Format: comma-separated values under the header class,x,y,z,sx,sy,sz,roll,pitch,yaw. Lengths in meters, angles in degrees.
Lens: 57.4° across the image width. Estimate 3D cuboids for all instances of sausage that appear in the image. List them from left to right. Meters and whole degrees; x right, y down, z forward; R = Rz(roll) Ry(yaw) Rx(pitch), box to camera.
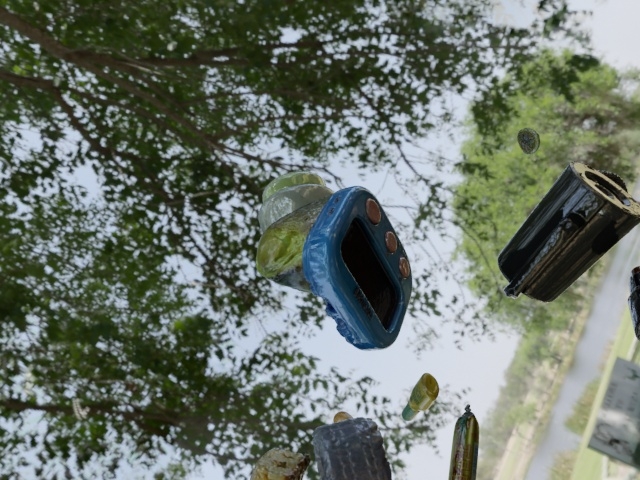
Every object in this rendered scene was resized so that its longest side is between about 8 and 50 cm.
class,x,y,z,sx,sy,sz,roll,pitch,yaw
sausage,0.368,0.608,1.506,0.082,0.082,0.372,61,-142,-61

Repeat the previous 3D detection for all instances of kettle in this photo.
class,x,y,z,sx,sy,sz,roll,pitch,yaw
kettle,0.583,0.005,1.385,0.308,0.203,0.262,-58,8,31

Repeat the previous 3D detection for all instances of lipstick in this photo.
class,x,y,z,sx,sy,sz,roll,pitch,yaw
lipstick,0.736,0.135,1.317,0.300,0.081,0.081,-47,-30,-58

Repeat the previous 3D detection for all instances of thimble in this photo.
class,x,y,z,sx,sy,sz,roll,pitch,yaw
thimble,0.081,0.571,1.471,0.236,0.172,0.205,-108,9,-47

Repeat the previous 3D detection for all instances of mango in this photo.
class,x,y,z,sx,sy,sz,roll,pitch,yaw
mango,0.078,0.556,1.787,0.046,0.089,0.060,-1,-90,-43

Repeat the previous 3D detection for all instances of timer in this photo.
class,x,y,z,sx,sy,sz,roll,pitch,yaw
timer,0.091,0.063,1.340,0.340,0.115,0.309,58,-143,-27

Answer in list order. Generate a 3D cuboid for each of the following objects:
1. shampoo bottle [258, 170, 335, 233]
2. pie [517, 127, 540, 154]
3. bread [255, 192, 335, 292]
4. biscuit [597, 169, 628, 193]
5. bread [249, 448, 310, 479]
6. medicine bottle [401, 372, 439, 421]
class,x,y,z,sx,sy,sz,roll,pitch,yaw
shampoo bottle,-0.076,-0.083,2.266,0.322,0.322,0.318,61,-165,-61
pie,0.611,-0.294,1.720,0.021,0.084,0.084,-18,-48,-24
bread,0.000,0.000,1.605,0.376,0.251,0.209,-28,-58,-50
biscuit,0.737,-0.099,1.580,0.053,0.194,0.195,-116,34,-63
bread,-0.127,0.660,1.423,0.185,0.114,0.275,14,-84,-75
medicine bottle,0.331,0.542,1.976,0.261,0.064,0.095,108,156,-49
